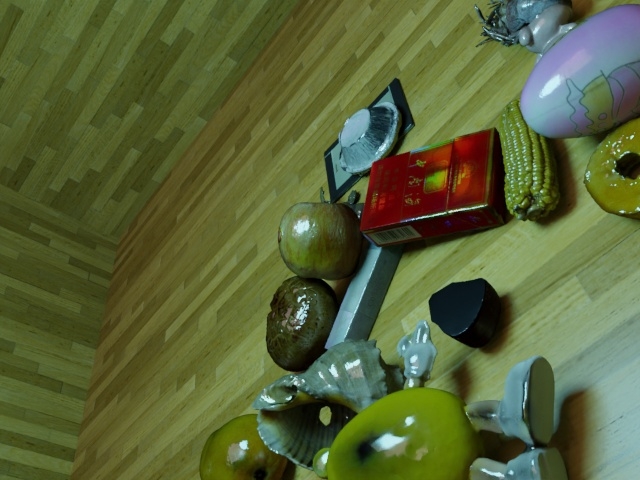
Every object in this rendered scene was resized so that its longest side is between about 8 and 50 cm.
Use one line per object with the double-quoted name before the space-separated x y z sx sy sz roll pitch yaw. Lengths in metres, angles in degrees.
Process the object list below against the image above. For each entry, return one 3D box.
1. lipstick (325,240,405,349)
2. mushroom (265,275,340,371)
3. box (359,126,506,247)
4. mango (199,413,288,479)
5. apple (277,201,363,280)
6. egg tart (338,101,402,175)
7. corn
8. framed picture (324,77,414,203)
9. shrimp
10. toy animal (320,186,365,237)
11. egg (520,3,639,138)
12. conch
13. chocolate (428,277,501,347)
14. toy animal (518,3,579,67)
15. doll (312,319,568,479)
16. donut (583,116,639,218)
"lipstick" 0.109 0.121 1.452 0.068 0.066 0.318 6 71 57
"mushroom" -0.051 0.207 1.548 0.253 0.153 0.253 -51 29 44
"box" 0.246 -0.109 1.348 0.313 0.089 0.198 -11 53 38
"mango" -0.198 0.527 1.487 0.317 0.172 0.211 -29 41 54
"apple" 0.000 0.000 1.489 0.211 0.211 0.188 3 90 59
"egg tart" 0.127 -0.297 1.736 0.234 0.094 0.234 -36 38 34
"corn" 0.403 -0.171 1.206 0.102 0.102 0.313 -33 39 41
"framed picture" 0.132 -0.298 1.839 0.347 0.016 0.265 -43 34 28
"shrimp" 0.440 -0.511 1.428 0.145 0.117 0.343 -21 12 -12
"toy animal" 0.067 -0.071 1.681 0.214 0.093 0.186 -6 64 48
"egg" 0.479 -0.282 1.063 0.271 0.196 0.196 -36 32 3
"conch" 0.037 0.344 1.250 0.324 0.186 0.263 -17 59 18
"chocolate" 0.280 0.134 1.158 0.125 0.080 0.148 -47 23 1
"toy animal" 0.498 -0.365 1.243 0.124 0.124 0.213 -41 67 32
"doll" 0.193 0.317 1.008 0.423 0.161 0.348 14 73 50
"donut" 0.520 -0.109 1.003 0.162 0.065 0.178 -46 33 35
